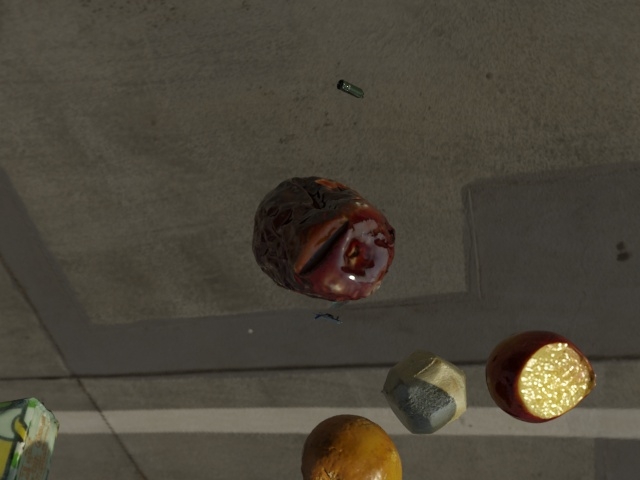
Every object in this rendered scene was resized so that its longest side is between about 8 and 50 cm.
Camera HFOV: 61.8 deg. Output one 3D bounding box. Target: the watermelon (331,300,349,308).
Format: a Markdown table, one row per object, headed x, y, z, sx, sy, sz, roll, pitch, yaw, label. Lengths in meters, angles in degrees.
| x | y | z | sx | sy | sz | roll | pitch | yaw | label |
| --- | --- | --- | --- | --- | --- | --- | --- | --- | --- |
| 0.079 | 0.102 | 1.440 | 0.081 | 0.094 | 0.180 | 19 | 83 | -2 | watermelon |

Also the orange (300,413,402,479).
| x | y | z | sx | sy | sz | roll | pitch | yaw | label |
| --- | --- | --- | --- | --- | --- | --- | --- | --- | --- |
| 0.066 | 0.480 | 1.138 | 0.219 | 0.193 | 0.219 | 15 | 110 | 49 | orange |

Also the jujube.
| x | y | z | sx | sy | sz | roll | pitch | yaw | label |
| --- | --- | --- | --- | --- | --- | --- | --- | --- | --- |
| 0.000 | 0.000 | 0.858 | 0.216 | 0.342 | 0.216 | -3 | 102 | -16 | jujube |

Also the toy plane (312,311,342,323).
| x | y | z | sx | sy | sz | roll | pitch | yaw | label |
| --- | --- | --- | --- | --- | --- | --- | --- | --- | --- |
| 0.020 | 0.211 | 1.462 | 0.085 | 0.024 | 0.078 | 5 | 159 | 20 | toy plane |

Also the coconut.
| x | y | z | sx | sy | sz | roll | pitch | yaw | label |
| --- | --- | --- | --- | --- | --- | --- | --- | --- | --- |
| 0.341 | 0.470 | 1.690 | 0.247 | 0.245 | 0.244 | -32 | 114 | -13 | coconut |

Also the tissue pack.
| x | y | z | sx | sy | sz | roll | pitch | yaw | label |
| --- | --- | --- | --- | --- | --- | --- | --- | --- | --- |
| -0.596 | 0.441 | 0.893 | 0.228 | 0.310 | 0.128 | -9 | 139 | 0 | tissue pack |

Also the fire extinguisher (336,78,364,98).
| x | y | z | sx | sy | sz | roll | pitch | yaw | label |
| --- | --- | --- | --- | --- | --- | --- | --- | --- | --- |
| 0.079 | -0.362 | 1.296 | 0.083 | 0.038 | 0.025 | 12 | 136 | -39 | fire extinguisher |

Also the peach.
| x | y | z | sx | sy | sz | roll | pitch | yaw | label |
| --- | --- | --- | --- | --- | --- | --- | --- | --- | --- |
| 0.442 | 0.274 | 1.083 | 0.192 | 0.190 | 0.190 | -16 | 118 | 44 | peach |
